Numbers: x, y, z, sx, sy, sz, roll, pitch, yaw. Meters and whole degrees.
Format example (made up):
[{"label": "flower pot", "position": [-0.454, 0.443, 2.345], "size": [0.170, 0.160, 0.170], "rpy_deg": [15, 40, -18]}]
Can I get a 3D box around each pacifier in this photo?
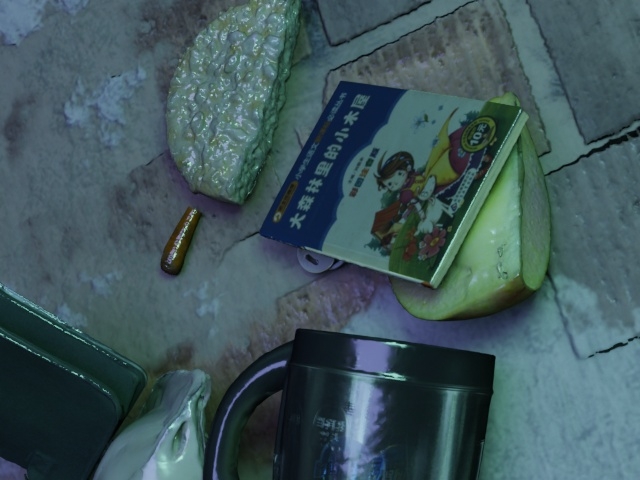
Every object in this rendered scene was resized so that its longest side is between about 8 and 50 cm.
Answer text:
[{"label": "pacifier", "position": [0.000, 0.000, 1.686], "size": [0.068, 0.064, 0.083], "rpy_deg": [34, 95, 36]}]

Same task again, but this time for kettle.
[{"label": "kettle", "position": [0.021, 0.266, 1.514], "size": [0.321, 0.228, 0.324], "rpy_deg": [6, 85, 13]}]

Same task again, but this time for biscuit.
[{"label": "biscuit", "position": [-0.120, -0.192, 1.785], "size": [0.179, 0.084, 0.281], "rpy_deg": [16, 83, 33]}]

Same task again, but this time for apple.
[{"label": "apple", "position": [0.170, -0.016, 1.574], "size": [0.193, 0.120, 0.265], "rpy_deg": [-21, 51, 34]}]

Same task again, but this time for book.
[{"label": "book", "position": [0.074, -0.075, 1.599], "size": [0.322, 0.018, 0.228], "rpy_deg": [15, 73, 50]}]

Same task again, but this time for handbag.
[{"label": "handbag", "position": [-0.364, 0.190, 1.688], "size": [0.247, 0.079, 0.260], "rpy_deg": [30, 134, -4]}]

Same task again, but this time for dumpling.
[{"label": "dumpling", "position": [-0.203, 0.336, 1.664], "size": [0.260, 0.181, 0.341], "rpy_deg": [4, 108, 64]}]

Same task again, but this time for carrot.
[{"label": "carrot", "position": [-0.183, 0.001, 1.800], "size": [0.032, 0.032, 0.093], "rpy_deg": [21, 85, 29]}]
